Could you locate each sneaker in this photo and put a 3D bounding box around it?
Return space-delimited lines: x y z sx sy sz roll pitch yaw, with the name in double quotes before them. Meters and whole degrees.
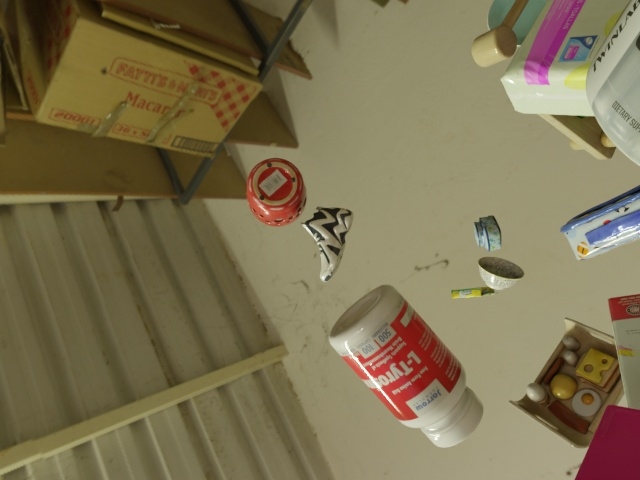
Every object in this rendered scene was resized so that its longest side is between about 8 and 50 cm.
"sneaker" 0.000 0.000 1.438 0.153 0.235 0.094 17 -178 11

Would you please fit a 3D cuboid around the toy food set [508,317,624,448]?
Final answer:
"toy food set" 0.686 0.376 1.262 0.092 0.306 0.219 39 174 -28

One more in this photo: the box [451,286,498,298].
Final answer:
"box" 0.680 0.228 2.037 0.105 0.179 0.043 1 -98 -37

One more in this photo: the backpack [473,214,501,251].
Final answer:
"backpack" 0.588 -0.018 1.626 0.114 0.084 0.105 -88 -18 -57

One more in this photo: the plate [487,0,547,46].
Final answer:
"plate" 0.486 -0.529 1.072 0.024 0.188 0.188 30 -149 -60

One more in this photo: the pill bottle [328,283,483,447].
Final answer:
"pill bottle" 0.232 0.335 1.225 0.408 0.229 0.229 48 -143 -4

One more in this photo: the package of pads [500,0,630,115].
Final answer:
"package of pads" 0.439 -0.283 0.629 0.296 0.229 0.101 23 168 48

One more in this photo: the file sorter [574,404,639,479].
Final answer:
"file sorter" 0.308 0.312 0.348 0.290 0.202 0.182 -36 -73 -35

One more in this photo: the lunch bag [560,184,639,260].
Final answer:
"lunch bag" 0.685 -0.064 0.972 0.243 0.303 0.115 -14 -106 -31

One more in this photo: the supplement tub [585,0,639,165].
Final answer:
"supplement tub" 0.324 -0.184 0.260 0.193 0.316 0.194 3 -125 -4

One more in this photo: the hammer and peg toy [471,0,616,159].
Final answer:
"hammer and peg toy" 0.477 -0.347 0.865 0.361 0.266 0.127 25 176 -23

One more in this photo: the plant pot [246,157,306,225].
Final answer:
"plant pot" -0.134 -0.149 1.425 0.191 0.174 0.191 1 -98 -4

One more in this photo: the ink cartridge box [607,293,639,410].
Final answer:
"ink cartridge box" 0.452 0.153 0.580 0.072 0.127 0.175 47 -136 -33

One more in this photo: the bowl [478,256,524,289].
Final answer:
"bowl" 0.676 0.135 1.759 0.170 0.080 0.170 6 -154 -3
